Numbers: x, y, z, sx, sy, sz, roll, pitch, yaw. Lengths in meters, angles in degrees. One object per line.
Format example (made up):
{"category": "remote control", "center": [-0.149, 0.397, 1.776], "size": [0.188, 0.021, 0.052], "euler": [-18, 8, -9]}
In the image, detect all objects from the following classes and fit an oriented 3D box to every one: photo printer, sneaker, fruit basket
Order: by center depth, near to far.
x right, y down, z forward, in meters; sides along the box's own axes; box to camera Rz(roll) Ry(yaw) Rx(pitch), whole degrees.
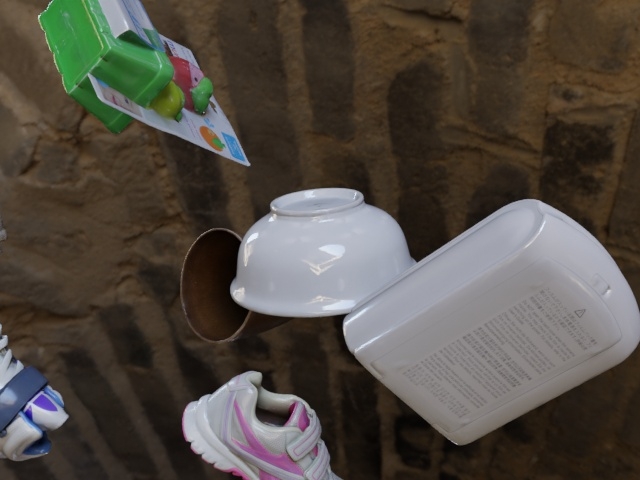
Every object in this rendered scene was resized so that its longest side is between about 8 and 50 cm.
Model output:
{"category": "sneaker", "center": [-0.038, 0.254, 0.863], "size": [0.252, 0.103, 0.111], "euler": [40, -71, -13]}
{"category": "photo printer", "center": [0.222, 0.103, 0.895], "size": [0.307, 0.107, 0.256], "euler": [-36, -62, 22]}
{"category": "sneaker", "center": [-0.457, 0.177, 1.025], "size": [0.236, 0.130, 0.323], "euler": [18, -60, 7]}
{"category": "fruit basket", "center": [-0.283, -0.298, 1.239], "size": [0.165, 0.353, 0.327], "euler": [-43, -121, 25]}

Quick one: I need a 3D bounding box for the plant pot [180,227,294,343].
{"category": "plant pot", "center": [-0.120, 0.092, 1.425], "size": [0.215, 0.230, 0.215], "euler": [-5, -97, 41]}

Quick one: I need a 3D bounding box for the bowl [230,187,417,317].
{"category": "bowl", "center": [0.000, 0.000, 1.103], "size": [0.298, 0.298, 0.134], "euler": [13, -64, 49]}

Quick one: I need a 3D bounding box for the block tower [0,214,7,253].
{"category": "block tower", "center": [-0.570, -0.129, 1.069], "size": [0.091, 0.097, 0.335], "euler": [-82, 161, -77]}
